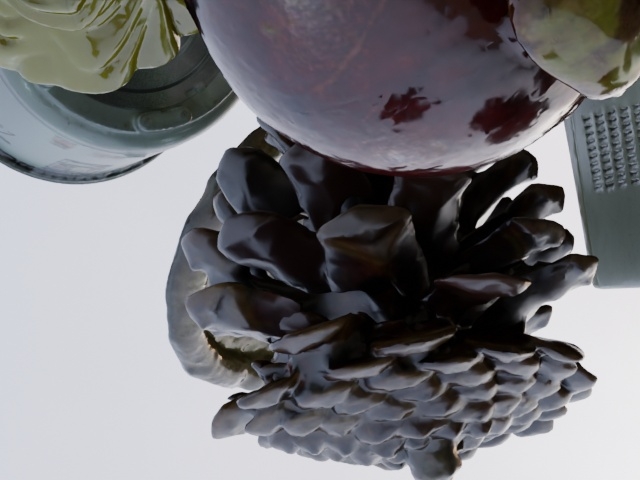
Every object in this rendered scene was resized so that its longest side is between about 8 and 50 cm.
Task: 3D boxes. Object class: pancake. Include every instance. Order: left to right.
[{"bbox_3d":[0.000,0.000,1.328,0.286,0.288,0.033,-15,-133,-40],"label":"pancake"}]

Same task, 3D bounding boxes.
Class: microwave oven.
[{"bbox_3d":[0.303,-0.055,1.135,0.240,0.194,0.145,-9,-93,-14],"label":"microwave oven"}]

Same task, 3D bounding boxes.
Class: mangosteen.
[{"bbox_3d":[0.063,-0.127,0.719,0.215,0.215,0.257,9,-175,-46],"label":"mangosteen"}]

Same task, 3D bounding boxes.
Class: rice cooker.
[{"bbox_3d":[-0.177,-0.170,1.395,0.280,0.227,0.241,-8,-91,-24],"label":"rice cooker"}]

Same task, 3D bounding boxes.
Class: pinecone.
[{"bbox_3d":[0.034,0.020,1.069,0.264,0.264,0.264,30,-152,-18],"label":"pinecone"}]

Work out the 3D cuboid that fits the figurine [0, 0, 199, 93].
[{"bbox_3d":[-0.114,-0.199,0.722,0.168,0.187,0.315,28,169,7],"label":"figurine"}]
